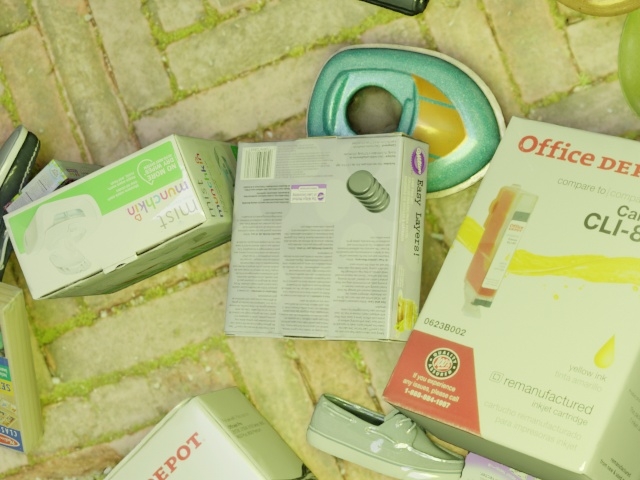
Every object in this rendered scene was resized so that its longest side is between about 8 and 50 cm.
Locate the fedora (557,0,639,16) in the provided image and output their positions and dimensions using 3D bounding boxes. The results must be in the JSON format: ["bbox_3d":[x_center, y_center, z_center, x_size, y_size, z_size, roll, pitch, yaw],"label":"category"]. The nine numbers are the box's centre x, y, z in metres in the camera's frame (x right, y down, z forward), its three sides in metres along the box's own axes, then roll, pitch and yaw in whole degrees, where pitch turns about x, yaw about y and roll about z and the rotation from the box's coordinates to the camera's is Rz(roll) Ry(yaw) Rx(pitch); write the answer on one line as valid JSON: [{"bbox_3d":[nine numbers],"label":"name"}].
[{"bbox_3d":[0.348,-0.364,1.854,0.194,0.079,0.194,0,90,18],"label":"fedora"}]

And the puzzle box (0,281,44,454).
[{"bbox_3d":[-0.584,0.133,2.102,0.409,0.052,0.272,14,131,18],"label":"puzzle box"}]

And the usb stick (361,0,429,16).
[{"bbox_3d":[0.019,-0.364,1.981,0.278,0.045,0.077,20,102,18],"label":"usb stick"}]

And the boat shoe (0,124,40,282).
[{"bbox_3d":[-0.449,-0.014,2.110,0.091,0.114,0.302,24,105,-17],"label":"boat shoe"}]

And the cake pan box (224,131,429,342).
[{"bbox_3d":[0.000,0.000,1.830,0.267,0.070,0.245,-2,81,36],"label":"cake pan box"}]

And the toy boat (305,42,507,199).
[{"bbox_3d":[0.092,-0.087,1.902,0.267,0.148,0.318,12,93,18],"label":"toy boat"}]

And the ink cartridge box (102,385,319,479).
[{"bbox_3d":[-0.105,0.426,1.955,0.285,0.166,0.395,-45,78,13],"label":"ink cartridge box"}]

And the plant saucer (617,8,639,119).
[{"bbox_3d":[0.458,-0.235,1.789,0.241,0.037,0.241,-19,65,47],"label":"plant saucer"}]

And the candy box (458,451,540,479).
[{"bbox_3d":[0.251,0.311,1.835,0.165,0.070,0.196,33,116,39],"label":"candy box"}]

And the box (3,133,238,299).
[{"bbox_3d":[-0.234,-0.025,1.967,0.262,0.231,0.126,-24,83,18],"label":"box"}]

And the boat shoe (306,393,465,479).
[{"bbox_3d":[0.090,0.251,1.936,0.227,0.079,0.081,15,99,21],"label":"boat shoe"}]

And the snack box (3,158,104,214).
[{"bbox_3d":[-0.352,-0.062,2.053,0.100,0.141,0.037,-41,77,14],"label":"snack box"}]

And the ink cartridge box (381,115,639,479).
[{"bbox_3d":[0.285,0.073,1.736,0.279,0.160,0.384,17,75,38],"label":"ink cartridge box"}]
